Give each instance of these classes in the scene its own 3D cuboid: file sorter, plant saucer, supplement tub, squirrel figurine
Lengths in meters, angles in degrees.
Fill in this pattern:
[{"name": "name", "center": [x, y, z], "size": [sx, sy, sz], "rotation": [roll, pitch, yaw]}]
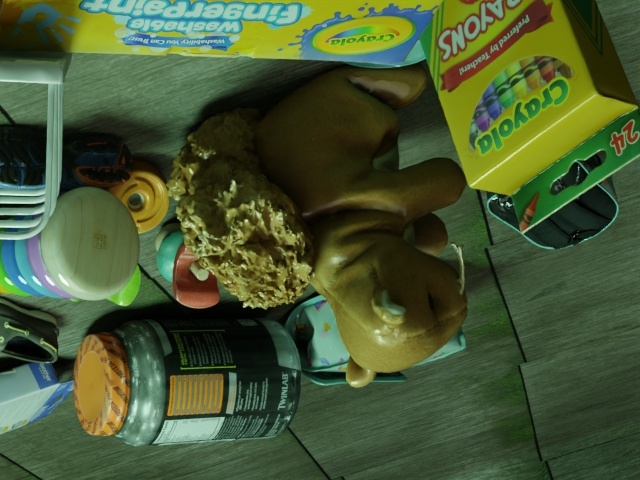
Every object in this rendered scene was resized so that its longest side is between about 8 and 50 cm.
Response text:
[{"name": "file sorter", "center": [-0.352, -0.110, 1.395], "size": [0.193, 0.173, 0.277], "rotation": [2, -169, -9]}, {"name": "plant saucer", "center": [0.077, -0.240, 1.711], "size": [0.119, 0.021, 0.119], "rotation": [-1, 168, 0]}, {"name": "supplement tub", "center": [-0.219, 0.231, 2.295], "size": [0.338, 0.207, 0.207], "rotation": [2, 149, -31]}, {"name": "squirrel figurine", "center": [0.000, 0.000, 1.774], "size": [0.397, 0.370, 0.281], "rotation": [-3, 152, -24]}]

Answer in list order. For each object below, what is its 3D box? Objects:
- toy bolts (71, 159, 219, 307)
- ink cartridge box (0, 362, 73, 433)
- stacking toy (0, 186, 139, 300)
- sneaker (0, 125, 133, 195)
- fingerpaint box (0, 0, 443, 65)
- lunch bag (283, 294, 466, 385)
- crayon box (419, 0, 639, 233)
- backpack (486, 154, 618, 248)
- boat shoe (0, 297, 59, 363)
[{"name": "toy bolts", "center": [-0.246, -0.013, 1.943], "size": [0.228, 0.158, 0.218], "rotation": [11, 104, -27]}, {"name": "ink cartridge box", "center": [-0.560, 0.282, 2.307], "size": [0.311, 0.065, 0.186], "rotation": [-15, 160, -38]}, {"name": "stacking toy", "center": [-0.386, 0.015, 1.810], "size": [0.330, 0.141, 0.141], "rotation": [-6, 167, 44]}, {"name": "sneaker", "center": [-0.348, -0.085, 1.749], "size": [0.221, 0.083, 0.087], "rotation": [6, 153, -32]}, {"name": "fingerpaint box", "center": [-0.067, -0.341, 1.300], "size": [0.445, 0.163, 0.371], "rotation": [-2, 150, -24]}, {"name": "lunch bag", "center": [0.080, 0.162, 2.393], "size": [0.223, 0.160, 0.262], "rotation": [1, 161, -37]}, {"name": "crayon box", "center": [0.231, -0.194, 1.580], "size": [0.081, 0.318, 0.202], "rotation": [10, 144, -41]}, {"name": "backpack", "center": [0.344, -0.080, 2.056], "size": [0.166, 0.144, 0.188], "rotation": [-32, 127, 27]}, {"name": "boat shoe", "center": [-0.486, 0.137, 2.117], "size": [0.081, 0.068, 0.228], "rotation": [-31, 150, 29]}]
